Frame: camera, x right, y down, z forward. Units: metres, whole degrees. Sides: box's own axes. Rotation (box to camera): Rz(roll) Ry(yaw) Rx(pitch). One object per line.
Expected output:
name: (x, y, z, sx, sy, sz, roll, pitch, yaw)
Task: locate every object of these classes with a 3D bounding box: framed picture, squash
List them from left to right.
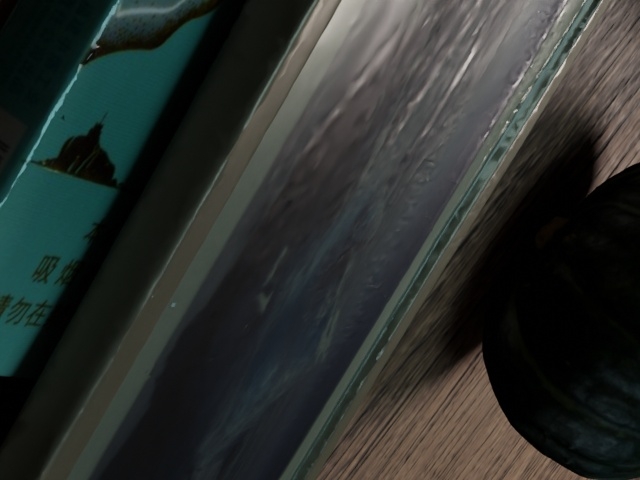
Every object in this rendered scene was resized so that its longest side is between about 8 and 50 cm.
framed picture: (0.000, 0.000, 0.746, 0.446, 0.028, 0.326, -60, 161, 14)
squash: (0.205, 0.050, 1.111, 0.218, 0.172, 0.218, -40, -175, 4)

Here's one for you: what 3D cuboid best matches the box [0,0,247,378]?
box: (-0.058, -0.053, 0.629, 0.229, 0.041, 0.162, -58, 158, 7)
